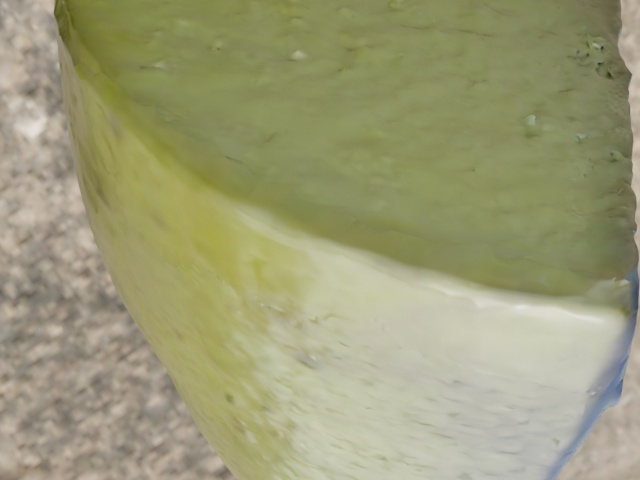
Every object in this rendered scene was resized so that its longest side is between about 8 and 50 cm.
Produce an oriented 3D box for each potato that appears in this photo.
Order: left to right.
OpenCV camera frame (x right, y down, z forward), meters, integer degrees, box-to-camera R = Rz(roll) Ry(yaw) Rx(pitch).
[{"bbox_3d":[0.000,0.000,0.662,0.213,0.330,0.280,9,130,1],"label":"potato"}]
